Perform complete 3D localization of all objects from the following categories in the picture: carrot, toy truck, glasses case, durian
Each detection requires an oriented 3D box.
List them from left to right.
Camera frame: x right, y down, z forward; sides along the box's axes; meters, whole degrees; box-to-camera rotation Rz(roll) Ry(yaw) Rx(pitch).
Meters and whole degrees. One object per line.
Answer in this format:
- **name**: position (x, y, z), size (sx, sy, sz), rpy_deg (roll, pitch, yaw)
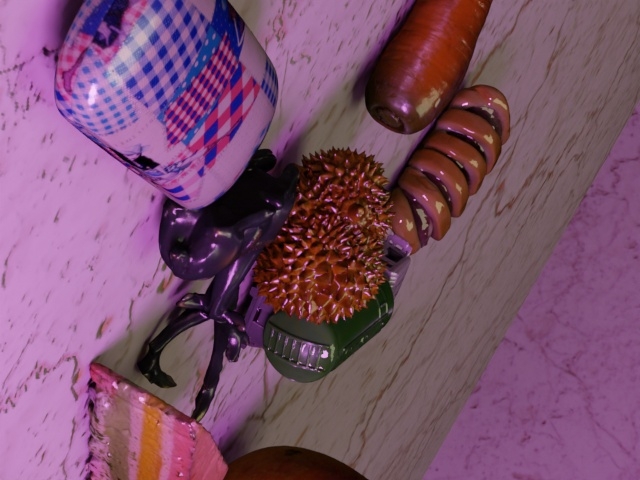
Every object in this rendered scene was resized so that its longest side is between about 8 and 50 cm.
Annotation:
- **glasses case**: position (-0.096, -0.103, 1.129), size (0.125, 0.076, 0.327), rpy_deg (-61, 166, -4)
- **durian**: position (0.000, 0.000, 1.538), size (0.168, 0.137, 0.158), rpy_deg (-41, -160, 59)
- **toy truck**: position (0.007, 0.059, 1.696), size (0.242, 0.125, 0.101), rpy_deg (-36, 151, -60)
- **carrot**: position (0.115, -0.195, 1.652), size (0.193, 0.087, 0.087), rpy_deg (-58, 166, -15)

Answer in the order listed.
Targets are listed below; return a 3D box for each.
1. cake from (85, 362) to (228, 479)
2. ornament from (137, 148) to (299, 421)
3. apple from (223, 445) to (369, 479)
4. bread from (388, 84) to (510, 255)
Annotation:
- **cake**: position (-0.138, 0.169, 1.446), size (0.090, 0.109, 0.225), rpy_deg (-49, 163, -31)
- **ornament**: position (-0.101, 0.054, 1.410), size (0.202, 0.080, 0.236), rpy_deg (-40, 156, -62)
- **apple**: position (-0.023, 0.397, 1.845), size (0.340, 0.339, 0.339), rpy_deg (-54, 164, -23)
- **bread**: position (0.153, -0.079, 2.002), size (0.225, 0.081, 0.134), rpy_deg (-56, 166, -18)
